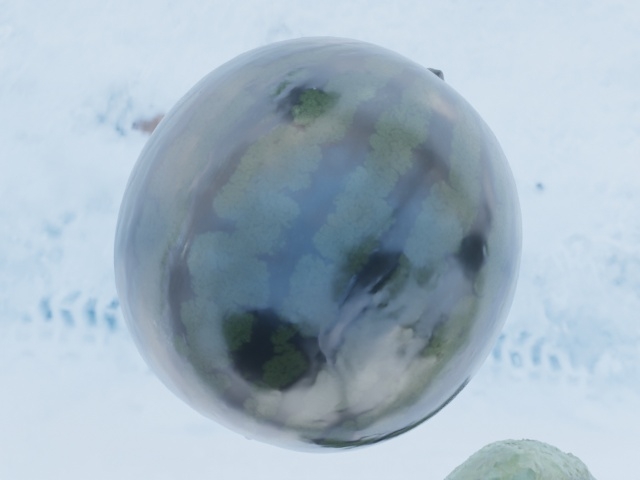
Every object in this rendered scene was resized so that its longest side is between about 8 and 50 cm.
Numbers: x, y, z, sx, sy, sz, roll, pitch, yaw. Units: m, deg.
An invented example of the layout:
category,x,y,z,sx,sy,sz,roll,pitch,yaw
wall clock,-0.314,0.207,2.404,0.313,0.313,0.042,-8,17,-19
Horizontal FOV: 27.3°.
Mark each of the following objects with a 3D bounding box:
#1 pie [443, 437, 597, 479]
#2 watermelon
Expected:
category,x,y,z,sx,sy,sz,roll,pitch,yaw
pie,0.090,0.278,0.879,0.323,0.071,0.323,-30,133,-39
watermelon,0.000,0.000,0.675,0.212,0.212,0.212,-2,115,-3
